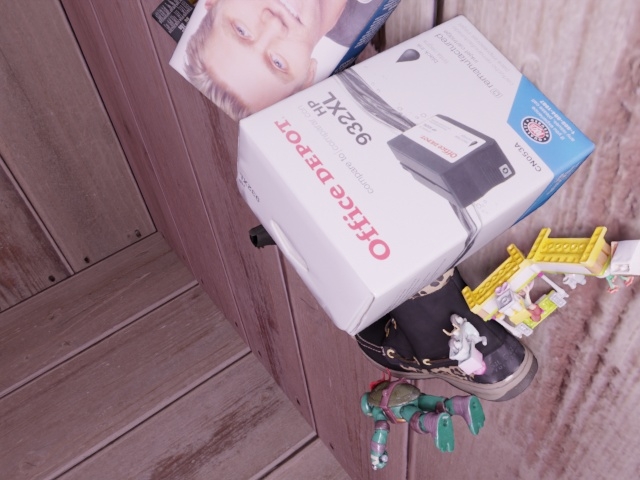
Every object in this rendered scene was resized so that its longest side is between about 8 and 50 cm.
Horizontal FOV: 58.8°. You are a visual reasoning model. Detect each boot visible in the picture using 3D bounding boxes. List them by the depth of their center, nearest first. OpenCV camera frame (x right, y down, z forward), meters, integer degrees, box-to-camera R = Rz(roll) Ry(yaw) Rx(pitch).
[{"bbox_3d":[0.135,0.106,0.930,0.284,0.138,0.377,52,159,-23],"label":"boot"},{"bbox_3d":[-0.118,-0.002,1.436,0.077,0.137,0.198,47,156,30],"label":"boot"}]

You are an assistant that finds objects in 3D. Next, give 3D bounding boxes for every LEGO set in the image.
[{"bbox_3d":[0.285,0.066,0.679,0.107,0.132,0.287,36,132,-18],"label":"LEGO set"}]

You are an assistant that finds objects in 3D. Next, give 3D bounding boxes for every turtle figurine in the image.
[{"bbox_3d":[0.133,0.283,0.913,0.234,0.175,0.118,-16,105,51],"label":"turtle figurine"}]

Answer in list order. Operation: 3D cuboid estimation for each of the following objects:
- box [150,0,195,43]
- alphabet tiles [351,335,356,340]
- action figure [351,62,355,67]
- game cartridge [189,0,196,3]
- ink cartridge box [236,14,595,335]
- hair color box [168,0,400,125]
[{"bbox_3d":[-0.237,-0.405,1.165,0.180,0.077,0.147,48,-173,26],"label":"box"},{"bbox_3d":[0.105,0.181,1.261,0.278,0.021,0.284,44,158,5],"label":"alphabet tiles"},{"bbox_3d":[-0.015,-0.211,0.931,0.275,0.141,0.164,7,113,66],"label":"action figure"},{"bbox_3d":[-0.301,-0.619,1.045,0.324,0.053,0.285,50,163,-20],"label":"game cartridge"},{"bbox_3d":[0.095,-0.080,0.618,0.223,0.307,0.129,53,158,16],"label":"ink cartridge box"},{"bbox_3d":[-0.014,-0.279,0.624,0.174,0.105,0.347,41,131,-3],"label":"hair color box"}]
